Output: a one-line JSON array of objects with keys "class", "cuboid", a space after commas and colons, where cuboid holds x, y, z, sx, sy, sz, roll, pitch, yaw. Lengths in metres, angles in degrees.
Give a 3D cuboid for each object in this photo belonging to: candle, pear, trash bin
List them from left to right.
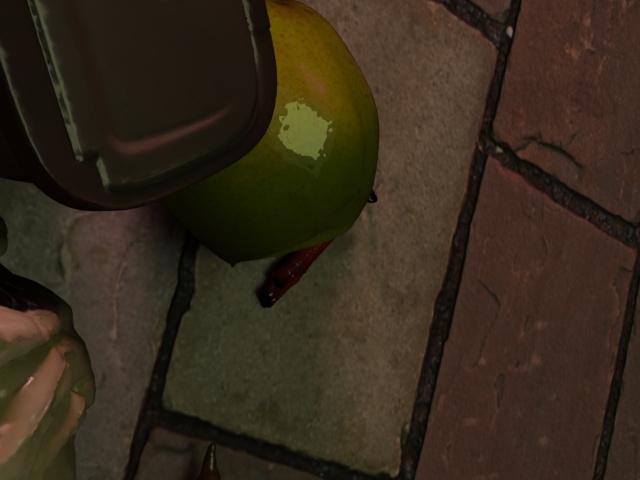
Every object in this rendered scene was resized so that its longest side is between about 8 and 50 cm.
[{"class": "trash bin", "cuboid": [-0.181, -0.137, 0.803, 0.219, 0.250, 0.219, -26, 109, -43]}, {"class": "pear", "cuboid": [-0.046, -0.096, 0.995, 0.187, 0.187, 0.219, -16, 96, -44]}, {"class": "candle", "cuboid": [0.000, -0.001, 1.149, 0.167, 0.021, 0.026, -45, 122, -35]}]

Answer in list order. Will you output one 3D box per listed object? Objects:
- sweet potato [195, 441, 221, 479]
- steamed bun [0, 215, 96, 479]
[{"class": "sweet potato", "cuboid": [-0.088, 0.221, 1.045, 0.049, 0.049, 0.117, 2, 89, -45]}, {"class": "steamed bun", "cuboid": [-0.247, 0.062, 0.721, 0.206, 0.275, 0.320, -51, 164, -25]}]
